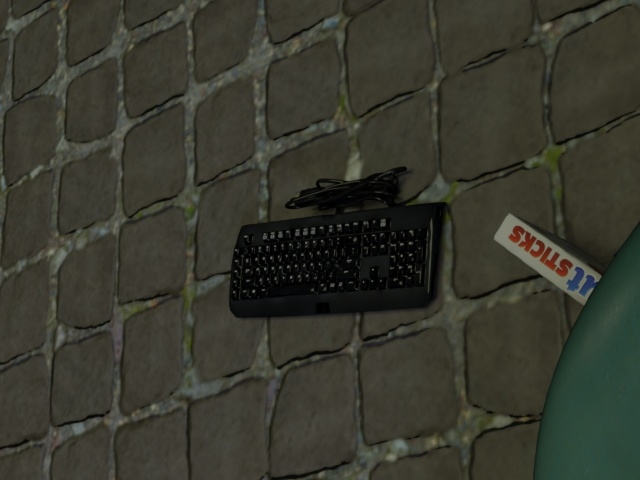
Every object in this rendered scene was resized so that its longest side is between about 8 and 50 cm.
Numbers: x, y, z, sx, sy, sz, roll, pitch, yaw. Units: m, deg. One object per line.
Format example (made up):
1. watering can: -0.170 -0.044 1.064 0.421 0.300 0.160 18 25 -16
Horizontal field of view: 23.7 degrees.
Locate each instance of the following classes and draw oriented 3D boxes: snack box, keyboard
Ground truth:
1. snack box: 0.174 0.040 0.847 0.178 0.064 0.022 40 102 45
2. keyboard: 0.000 0.000 1.054 0.192 0.038 0.100 -7 70 42

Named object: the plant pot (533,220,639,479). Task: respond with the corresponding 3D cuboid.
1. plant pot: 0.229 0.082 0.629 0.235 0.293 0.293 -47 47 31
